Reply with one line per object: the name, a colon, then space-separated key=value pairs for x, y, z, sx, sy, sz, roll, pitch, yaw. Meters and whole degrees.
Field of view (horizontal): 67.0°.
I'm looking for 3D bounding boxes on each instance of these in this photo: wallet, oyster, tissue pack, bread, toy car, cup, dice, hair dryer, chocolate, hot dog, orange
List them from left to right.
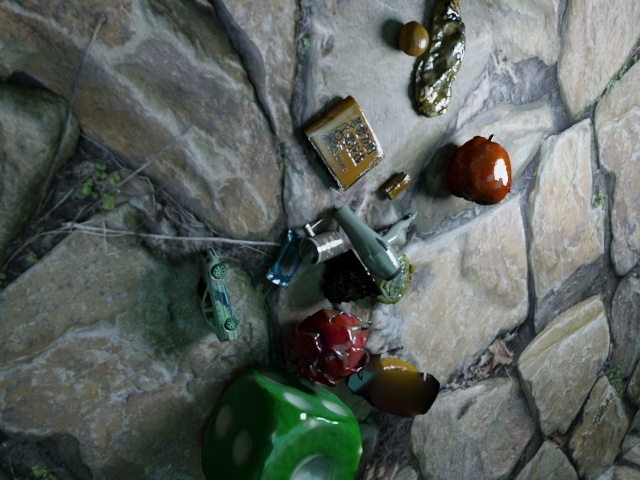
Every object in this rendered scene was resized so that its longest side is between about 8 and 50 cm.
toy car: x=-0.245 y=0.128 z=1.116 sx=0.076 sy=0.090 sz=0.224 roll=-17 pitch=114 yaw=-19
dice: x=-0.098 y=0.505 z=1.203 sx=0.297 sy=0.300 sz=0.287 roll=23 pitch=90 yaw=-33
tissue pack: x=-0.083 y=0.048 z=1.225 sx=0.085 sy=0.028 sz=0.138 roll=35 pitch=81 yaw=-39
cup: x=-0.003 y=0.006 z=1.235 sx=0.099 sy=0.102 sz=0.074 roll=-18 pitch=152 yaw=-41
chocolate: x=0.069 y=0.117 z=1.283 sx=0.133 sy=0.156 sz=0.156 roll=-36 pitch=122 yaw=2
wallet: x=0.067 y=-0.240 z=1.212 sx=0.161 sy=0.042 sz=0.195 roll=-42 pitch=122 yaw=-12
hair dryer: x=0.144 y=-0.045 z=1.303 sx=0.229 sy=0.092 sz=0.267 roll=36 pitch=48 yaw=-13
hot dog: x=0.203 y=0.419 z=1.473 sx=0.326 sy=0.107 sz=0.194 roll=40 pitch=74 yaw=-24
bread: x=0.204 y=0.107 z=1.392 sx=0.117 sy=0.064 sz=0.156 roll=22 pitch=95 yaw=-35
bread: x=0.210 y=-0.150 z=1.331 sx=0.083 sy=0.036 sz=0.047 roll=-43 pitch=125 yaw=-10
orange: x=0.232 y=-0.504 z=1.210 sx=0.085 sy=0.085 sz=0.085 roll=-10 pitch=110 yaw=-28
oyster: x=0.320 y=-0.495 z=1.270 sx=0.128 sy=0.078 sz=0.345 roll=0 pitch=108 yaw=-22

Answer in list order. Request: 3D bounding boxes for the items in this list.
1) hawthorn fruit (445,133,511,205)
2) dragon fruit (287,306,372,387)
hawthorn fruit: x=0.459 y=-0.205 z=1.379 sx=0.185 sy=0.185 sz=0.202 roll=13 pitch=94 yaw=-33
dragon fruit: x=0.034 y=0.273 z=1.271 sx=0.274 sy=0.192 sz=0.193 roll=-25 pitch=138 yaw=-21
